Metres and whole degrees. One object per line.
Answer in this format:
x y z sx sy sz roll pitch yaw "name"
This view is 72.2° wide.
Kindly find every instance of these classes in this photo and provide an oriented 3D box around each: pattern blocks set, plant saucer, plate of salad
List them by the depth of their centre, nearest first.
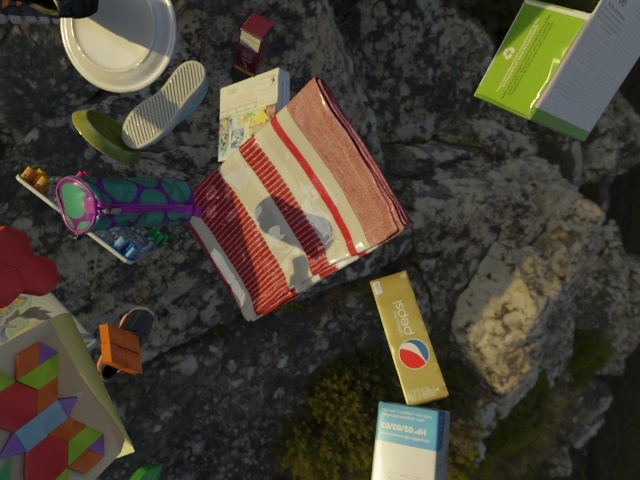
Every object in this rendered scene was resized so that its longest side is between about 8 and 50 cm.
-0.272 0.176 0.412 0.324 0.026 0.285 61 29 -26 "pattern blocks set"
-0.323 -0.342 0.712 0.200 0.048 0.199 2 101 8 "plate of salad"
-0.694 -0.350 1.452 0.037 0.241 0.241 -43 125 14 "plant saucer"

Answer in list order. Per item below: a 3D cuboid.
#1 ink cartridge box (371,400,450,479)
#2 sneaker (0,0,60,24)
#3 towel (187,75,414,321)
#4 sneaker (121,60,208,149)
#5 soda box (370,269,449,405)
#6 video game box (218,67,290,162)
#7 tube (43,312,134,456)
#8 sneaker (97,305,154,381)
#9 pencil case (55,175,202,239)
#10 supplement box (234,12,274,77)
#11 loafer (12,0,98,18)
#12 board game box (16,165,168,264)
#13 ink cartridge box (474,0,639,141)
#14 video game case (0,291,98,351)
0.088 0.259 0.435 0.104 0.062 0.181 44 51 -60 "ink cartridge box"
-0.631 -0.552 0.904 0.321 0.125 0.180 -23 138 -40 "sneaker"
-0.060 -0.039 0.649 0.237 0.329 0.037 58 29 3 "towel"
-0.507 -0.434 1.499 0.135 0.150 0.366 43 83 6 "sneaker"
0.127 0.141 0.635 0.058 0.181 0.061 -18 157 8 "soda box"
-0.160 -0.287 1.039 0.048 0.205 0.186 9 82 -51 "video game box"
-0.373 0.233 0.687 0.062 0.070 0.240 -26 87 -28 "tube"
-0.366 0.201 0.832 0.061 0.065 0.157 30 92 -24 "sneaker"
-0.217 -0.042 0.510 0.152 0.070 0.064 -13 119 -60 "pencil case"
-0.116 -0.338 0.765 0.043 0.083 0.054 27 57 -5 "supplement box"
-0.414 -0.368 0.599 0.078 0.223 0.076 -55 171 -42 "loafer"
-0.701 -0.092 1.427 0.390 0.390 0.050 40 92 -8 "board game box"
0.352 -0.280 0.585 0.189 0.097 0.255 1 122 -40 "ink cartridge box"
-0.818 0.268 1.132 0.300 0.036 0.329 42 50 8 "video game case"
